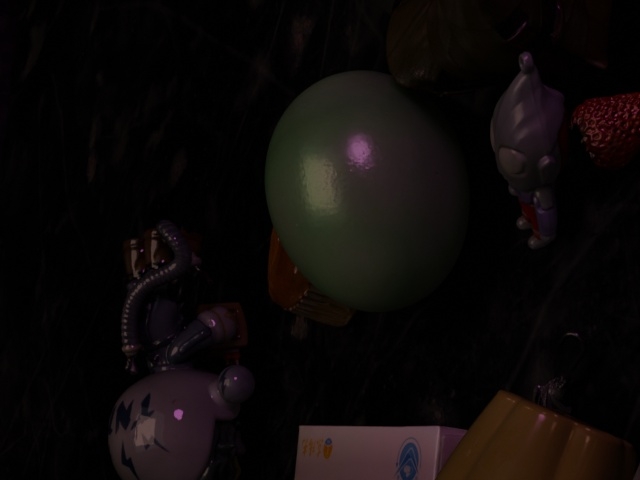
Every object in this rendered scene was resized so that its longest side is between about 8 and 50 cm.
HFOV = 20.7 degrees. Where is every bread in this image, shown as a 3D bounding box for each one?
[{"bbox_3d":[0.000,0.000,2.104,0.132,0.114,0.190,24,97,64],"label":"bread"}]

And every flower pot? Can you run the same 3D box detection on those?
[{"bbox_3d":[0.192,0.242,1.594,0.195,0.195,0.179,21,86,62],"label":"flower pot"}]

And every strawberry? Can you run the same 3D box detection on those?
[{"bbox_3d":[0.282,-0.107,1.662,0.083,0.073,0.073,-26,49,13],"label":"strawberry"}]

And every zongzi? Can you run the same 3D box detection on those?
[{"bbox_3d":[0.116,-0.223,1.714,0.260,0.289,0.123,-4,81,42],"label":"zongzi"}]

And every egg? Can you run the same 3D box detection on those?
[{"bbox_3d":[0.051,-0.053,1.897,0.220,0.220,0.270,-37,56,53],"label":"egg"}]

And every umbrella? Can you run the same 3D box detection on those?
[{"bbox_3d":[0.207,0.198,1.729,0.044,0.044,0.269,35,126,20],"label":"umbrella"}]

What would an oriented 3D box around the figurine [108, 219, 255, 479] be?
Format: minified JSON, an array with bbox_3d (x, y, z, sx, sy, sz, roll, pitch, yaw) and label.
[{"bbox_3d":[-0.189,0.184,2.322,0.261,0.186,0.382,147,123,-61],"label":"figurine"}]

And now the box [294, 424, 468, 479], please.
[{"bbox_3d":[0.063,0.302,1.903,0.343,0.065,0.200,-11,72,64],"label":"box"}]

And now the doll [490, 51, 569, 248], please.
[{"bbox_3d":[0.206,-0.090,1.711,0.102,0.075,0.227,-116,12,-45],"label":"doll"}]

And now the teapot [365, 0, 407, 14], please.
[{"bbox_3d":[0.065,-0.349,2.051,0.239,0.149,0.162,30,107,61],"label":"teapot"}]

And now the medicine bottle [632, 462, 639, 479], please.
[{"bbox_3d":[0.332,0.186,1.429,0.132,0.088,0.188,47,122,57],"label":"medicine bottle"}]
